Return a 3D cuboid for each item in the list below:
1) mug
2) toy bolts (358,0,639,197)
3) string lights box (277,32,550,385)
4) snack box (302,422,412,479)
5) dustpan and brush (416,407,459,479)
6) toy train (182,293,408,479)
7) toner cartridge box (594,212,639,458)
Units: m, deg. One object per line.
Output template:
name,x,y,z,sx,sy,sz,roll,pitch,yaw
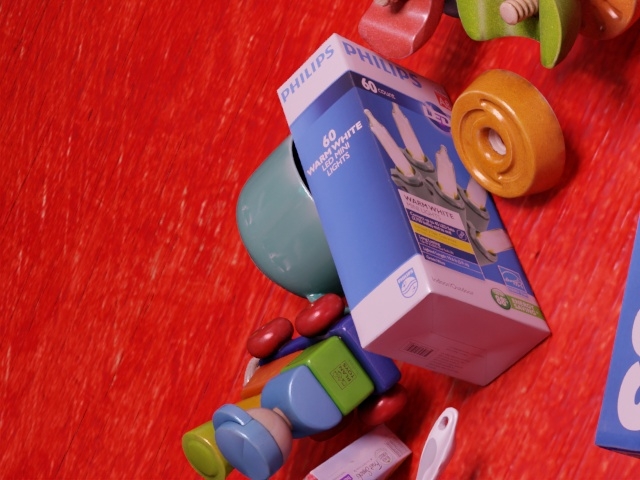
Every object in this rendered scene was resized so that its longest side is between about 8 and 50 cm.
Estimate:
mug,-0.006,-0.007,1.224,0.097,0.129,0.157,-44,18,30
toy bolts,0.152,-0.171,1.161,0.228,0.158,0.218,33,141,40
string lights box,0.066,-0.025,1.157,0.077,0.133,0.259,-43,47,29
snack box,0.003,0.197,1.136,0.037,0.141,0.100,44,113,13
dustpan and brush,0.068,0.221,1.110,0.147,0.060,0.211,34,101,50
toy train,-0.053,0.139,1.201,0.105,0.143,0.248,55,148,-4
toner cartridge box,0.271,-0.035,0.870,0.165,0.075,0.347,-1,73,54
